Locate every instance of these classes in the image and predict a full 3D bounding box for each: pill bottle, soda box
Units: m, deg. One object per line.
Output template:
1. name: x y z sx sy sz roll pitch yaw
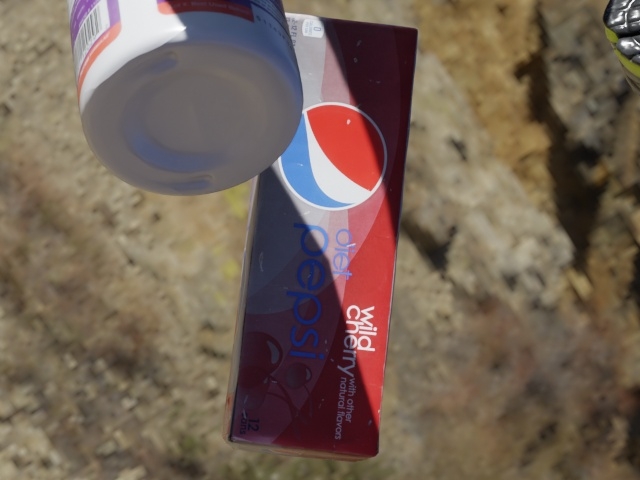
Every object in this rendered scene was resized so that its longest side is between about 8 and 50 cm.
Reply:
1. pill bottle: -0.075 -0.124 0.965 0.108 0.108 0.193 32 31 -36
2. soda box: 0.000 0.000 1.161 0.092 0.083 0.263 7 82 -5

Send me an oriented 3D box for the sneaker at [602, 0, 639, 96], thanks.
1. sneaker: 0.361 -0.108 1.469 0.300 0.111 0.121 31 -12 20
